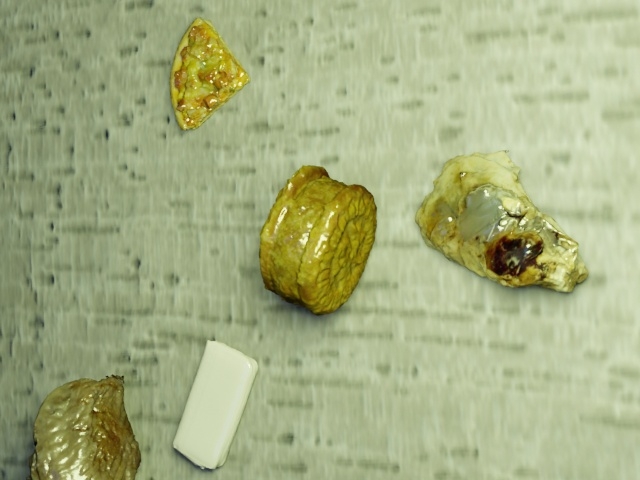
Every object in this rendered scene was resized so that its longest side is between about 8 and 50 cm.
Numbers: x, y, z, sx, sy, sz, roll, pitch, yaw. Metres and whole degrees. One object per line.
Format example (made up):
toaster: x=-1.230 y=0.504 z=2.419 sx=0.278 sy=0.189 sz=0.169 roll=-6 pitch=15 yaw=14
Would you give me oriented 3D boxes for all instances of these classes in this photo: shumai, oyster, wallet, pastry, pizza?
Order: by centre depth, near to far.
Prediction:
oyster: x=0.223 y=-0.013 z=1.221 sx=0.233 sy=0.107 sz=0.161 roll=37 pitch=114 yaw=27
pastry: x=0.000 y=0.000 z=1.292 sx=0.103 sy=0.189 sz=0.188 roll=20 pitch=98 yaw=24
wallet: x=-0.158 y=0.248 z=1.450 sx=0.095 sy=0.033 sz=0.190 roll=22 pitch=98 yaw=29
pizza: x=-0.173 y=-0.255 z=1.468 sx=0.134 sy=0.046 sz=0.175 roll=-2 pitch=87 yaw=28
shumai: x=-0.391 y=0.333 z=1.485 sx=0.185 sy=0.184 sz=0.218 roll=-23 pitch=71 yaw=23
